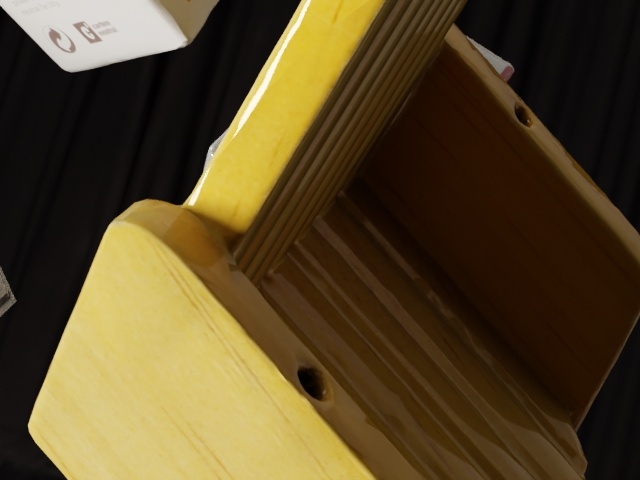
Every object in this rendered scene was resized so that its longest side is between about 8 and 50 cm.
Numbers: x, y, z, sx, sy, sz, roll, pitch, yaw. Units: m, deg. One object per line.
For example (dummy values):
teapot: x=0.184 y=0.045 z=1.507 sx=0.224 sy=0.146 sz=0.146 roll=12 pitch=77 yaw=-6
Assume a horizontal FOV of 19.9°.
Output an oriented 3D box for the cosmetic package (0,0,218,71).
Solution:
cosmetic package: x=-0.208 y=-0.347 z=1.145 sx=0.453 sy=0.230 sz=0.161 roll=46 pitch=152 yaw=-26

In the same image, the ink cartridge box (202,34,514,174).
ink cartridge box: x=0.000 y=0.000 z=1.680 sx=0.160 sy=0.279 sz=0.385 roll=33 pitch=142 yaw=9

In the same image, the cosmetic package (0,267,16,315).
cosmetic package: x=-0.299 y=0.060 z=1.201 sx=0.060 sy=0.239 sz=0.099 roll=-11 pitch=113 yaw=31

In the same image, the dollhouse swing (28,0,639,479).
dollhouse swing: x=0.092 y=-0.010 z=0.812 sx=0.305 sy=0.347 sz=0.315 roll=-40 pitch=93 yaw=29
